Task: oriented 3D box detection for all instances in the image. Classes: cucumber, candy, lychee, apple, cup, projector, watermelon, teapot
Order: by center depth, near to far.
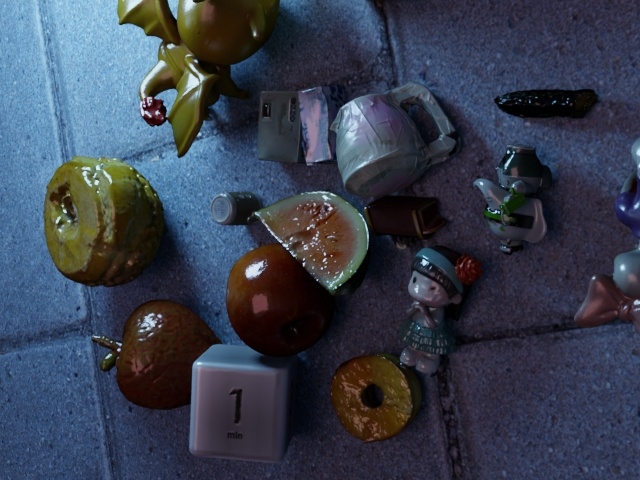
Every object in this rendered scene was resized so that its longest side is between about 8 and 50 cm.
[{"bbox_3d":[0.383,-0.236,1.536,0.181,0.053,0.053,9,98,39],"label":"cucumber"},{"bbox_3d":[0.124,-0.199,1.665,0.221,0.163,0.178,-30,68,35],"label":"teapot"},{"bbox_3d":[0.014,0.012,1.783,0.159,0.128,0.303,-35,47,-13],"label":"watermelon"},{"bbox_3d":[0.010,-0.231,1.791,0.073,0.092,0.160,-7,89,35],"label":"candy"},{"bbox_3d":[-0.085,0.121,1.807,0.218,0.218,0.201,-52,38,27],"label":"apple"},{"bbox_3d":[-0.069,-0.237,1.868,0.115,0.061,0.147,8,97,35],"label":"projector"},{"bbox_3d":[-0.176,-0.058,1.935,0.074,0.099,0.102,-50,64,28],"label":"cup"},{"bbox_3d":[-0.361,0.253,1.999,0.255,0.299,0.255,-164,90,-76],"label":"lychee"}]

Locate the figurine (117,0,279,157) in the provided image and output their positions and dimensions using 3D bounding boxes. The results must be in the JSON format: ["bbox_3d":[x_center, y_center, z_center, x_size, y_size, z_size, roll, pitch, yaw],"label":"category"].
[{"bbox_3d":[-0.235,-0.403,1.860,0.387,0.268,0.401,-42,57,46],"label":"figurine"}]

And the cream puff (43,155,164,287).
[{"bbox_3d":[-0.492,-0.053,2.092,0.343,0.231,0.327,-36,66,40],"label":"cream puff"}]

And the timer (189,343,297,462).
[{"bbox_3d":[-0.155,0.332,1.848,0.194,0.192,0.195,3,95,6],"label":"timer"}]

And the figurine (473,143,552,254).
[{"bbox_3d":[0.334,-0.068,1.544,0.147,0.126,0.193,-146,55,-69],"label":"figurine"}]

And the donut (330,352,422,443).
[{"bbox_3d":[0.115,0.300,1.749,0.190,0.074,0.174,-43,68,31],"label":"donut"}]

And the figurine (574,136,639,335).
[{"bbox_3d":[0.518,-0.053,1.356,0.154,0.193,0.421,19,108,31],"label":"figurine"}]

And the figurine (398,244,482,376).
[{"bbox_3d":[0.217,0.128,1.649,0.137,0.110,0.246,22,110,32],"label":"figurine"}]

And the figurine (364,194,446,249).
[{"bbox_3d":[0.166,-0.030,1.699,0.154,0.082,0.098,7,110,36],"label":"figurine"}]
